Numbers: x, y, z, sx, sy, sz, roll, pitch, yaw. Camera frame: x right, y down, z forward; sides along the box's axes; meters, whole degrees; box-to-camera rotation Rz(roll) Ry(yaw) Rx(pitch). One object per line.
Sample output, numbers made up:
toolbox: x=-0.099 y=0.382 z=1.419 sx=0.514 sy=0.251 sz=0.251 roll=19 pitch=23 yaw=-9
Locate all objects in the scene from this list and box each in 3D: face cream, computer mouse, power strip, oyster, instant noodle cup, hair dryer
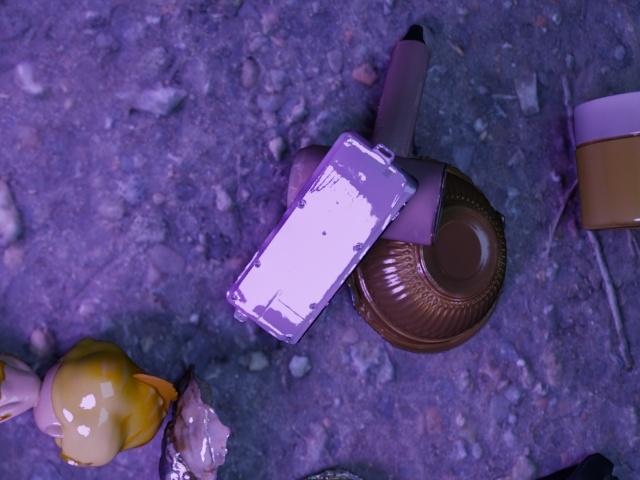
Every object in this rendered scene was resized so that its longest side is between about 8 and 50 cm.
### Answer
face cream: x=0.479 y=-0.110 z=1.374 sx=0.218 sy=0.218 sz=0.179 roll=-3 pitch=88 yaw=-27
computer mouse: x=0.362 y=0.377 z=1.363 sx=0.192 sy=0.062 sz=0.106 roll=-25 pitch=97 yaw=-25
power strip: x=0.000 y=0.000 z=1.133 sx=0.109 sy=0.037 sz=0.279 roll=37 pitch=108 yaw=0
oyster: x=-0.148 y=0.264 z=1.082 sx=0.107 sy=0.161 sz=0.233 roll=-5 pitch=95 yaw=-5
instant noodle cup: x=0.164 y=0.016 z=1.278 sx=0.274 sy=0.090 sz=0.274 roll=3 pitch=84 yaw=-26
hair dryer: x=0.083 y=-0.155 z=1.248 sx=0.189 sy=0.107 sz=0.344 roll=9 pitch=57 yaw=9

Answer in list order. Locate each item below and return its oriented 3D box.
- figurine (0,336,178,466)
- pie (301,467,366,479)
figurine: x=-0.279 y=0.164 z=1.033 sx=0.246 sy=0.131 sz=0.156 roll=9 pitch=47 yaw=-18
pie: x=0.014 y=0.380 z=1.199 sx=0.186 sy=0.041 sz=0.187 roll=2 pitch=85 yaw=-25
